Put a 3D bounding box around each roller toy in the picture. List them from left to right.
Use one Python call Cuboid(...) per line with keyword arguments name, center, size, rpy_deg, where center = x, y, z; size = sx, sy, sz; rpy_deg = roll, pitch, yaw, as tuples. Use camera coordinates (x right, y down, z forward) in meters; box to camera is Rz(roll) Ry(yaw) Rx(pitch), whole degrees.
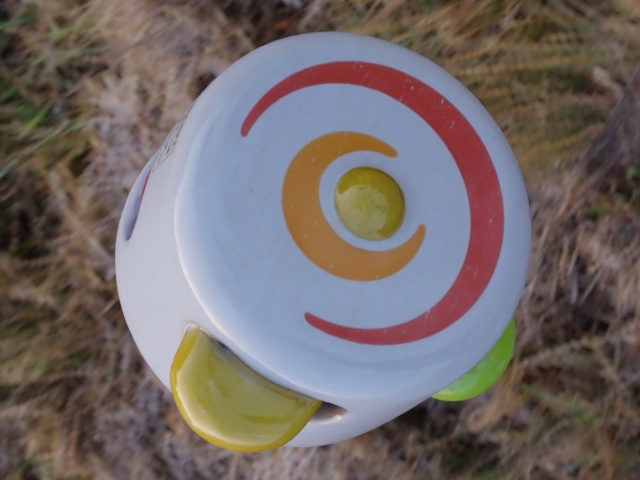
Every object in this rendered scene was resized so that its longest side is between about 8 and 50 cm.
Cuboid(name="roller toy", center=(0.000, 0.000, 0.952), size=(0.146, 0.209, 0.191), rpy_deg=(-41, 66, 63))
